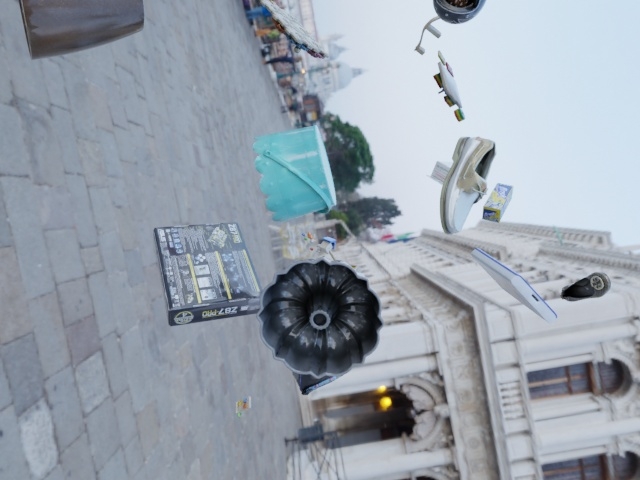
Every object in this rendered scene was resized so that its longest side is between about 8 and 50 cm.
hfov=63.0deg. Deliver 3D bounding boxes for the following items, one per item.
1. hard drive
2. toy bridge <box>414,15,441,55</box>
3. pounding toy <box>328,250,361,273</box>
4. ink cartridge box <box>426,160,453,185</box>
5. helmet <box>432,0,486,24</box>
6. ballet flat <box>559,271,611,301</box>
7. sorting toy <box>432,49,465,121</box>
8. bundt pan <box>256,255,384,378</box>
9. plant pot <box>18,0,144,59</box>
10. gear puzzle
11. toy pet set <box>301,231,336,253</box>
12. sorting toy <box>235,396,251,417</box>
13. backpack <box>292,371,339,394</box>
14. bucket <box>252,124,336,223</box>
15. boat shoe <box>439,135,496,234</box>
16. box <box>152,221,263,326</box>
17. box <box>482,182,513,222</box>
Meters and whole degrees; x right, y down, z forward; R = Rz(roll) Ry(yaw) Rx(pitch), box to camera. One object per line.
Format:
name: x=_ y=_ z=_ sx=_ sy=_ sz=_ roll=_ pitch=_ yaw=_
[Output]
hard drive: x=0.647 y=0.144 z=1.773 sx=0.210 sy=0.040 sz=0.319 roll=44 pitch=6 yaw=-14
toy bridge: x=0.382 y=-0.712 z=1.771 sx=0.188 sy=0.063 sz=0.026 roll=-40 pitch=-150 yaw=43
pounding toy: x=0.062 y=0.113 z=1.738 sx=0.141 sy=0.130 sz=0.100 roll=-44 pitch=129 yaw=-47
ink cartridge box: x=0.514 y=-0.255 z=2.021 sx=0.115 sy=0.198 sz=0.067 roll=39 pitch=-59 yaw=38
helmet: x=0.402 y=-0.709 z=1.499 sx=0.170 sy=0.169 sz=0.162 roll=-99 pitch=-157 yaw=-48
ballet flat: x=0.904 y=0.167 z=1.801 sx=0.250 sy=0.058 sz=0.084 roll=116 pitch=-38 yaw=-73
sorting toy: x=0.452 y=-0.559 z=1.885 sx=0.132 sy=0.046 sz=0.275 roll=28 pitch=48 yaw=-47
bundt pan: x=0.002 y=0.188 z=1.387 sx=0.124 sy=0.330 sz=0.331 roll=-73 pitch=154 yaw=-75
plant pot: x=-0.495 y=-0.491 z=1.084 sx=0.215 sy=0.230 sz=0.216 roll=33 pitch=-51 yaw=54
gear puzzle: x=-0.118 y=-0.688 z=1.655 sx=0.175 sy=0.044 sz=0.339 roll=4 pitch=44 yaw=-51
toy pet set: x=0.000 y=0.000 z=2.169 sx=0.065 sy=0.114 sz=0.122 roll=-55 pitch=147 yaw=-21
sorting toy: x=-0.293 y=0.630 z=1.971 sx=0.083 sy=0.061 sz=0.012 roll=-103 pitch=169 yaw=-60
backpack: x=0.002 y=0.370 z=1.603 sx=0.117 sy=0.173 sz=0.158 roll=-123 pitch=-155 yaw=-44
bucket: x=-0.068 y=-0.194 z=1.515 sx=0.281 sy=0.182 sz=0.282 roll=-13 pitch=90 yaw=-83
boat shoe: x=0.420 y=-0.161 z=1.485 sx=0.113 sy=0.103 sz=0.303 roll=30 pitch=72 yaw=-51
box: x=-0.398 y=0.100 z=1.822 sx=0.395 sy=0.317 sz=0.097 roll=-118 pitch=-150 yaw=-41
box: x=0.594 y=-0.128 z=1.747 sx=0.169 sy=0.059 sz=0.054 roll=-46 pitch=142 yaw=-43
